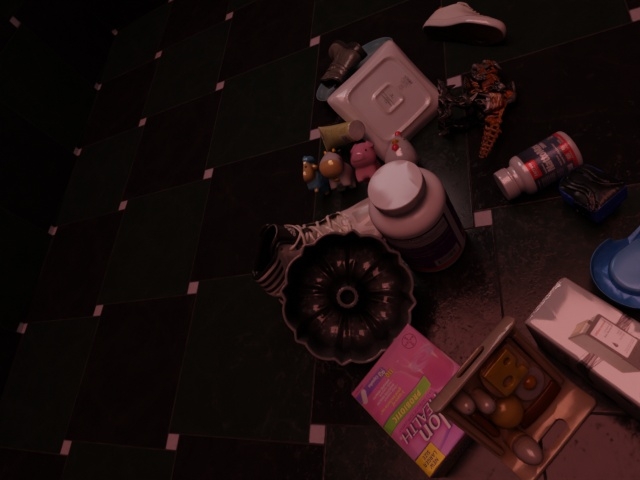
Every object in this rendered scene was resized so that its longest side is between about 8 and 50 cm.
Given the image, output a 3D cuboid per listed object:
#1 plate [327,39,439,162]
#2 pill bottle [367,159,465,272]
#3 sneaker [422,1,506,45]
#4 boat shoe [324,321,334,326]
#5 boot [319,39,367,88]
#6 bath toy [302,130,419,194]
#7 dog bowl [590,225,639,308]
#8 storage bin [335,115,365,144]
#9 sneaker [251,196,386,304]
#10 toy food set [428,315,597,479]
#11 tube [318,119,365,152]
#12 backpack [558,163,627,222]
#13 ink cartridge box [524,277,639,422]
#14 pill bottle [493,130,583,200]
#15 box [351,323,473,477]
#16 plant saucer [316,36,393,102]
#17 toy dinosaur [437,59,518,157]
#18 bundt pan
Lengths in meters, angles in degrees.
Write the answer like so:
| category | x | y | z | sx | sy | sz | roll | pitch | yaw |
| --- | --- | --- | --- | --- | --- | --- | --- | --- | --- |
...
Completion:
| category | x | y | z | sx | sy | sz | roll | pitch | yaw |
| --- | --- | --- | --- | --- | --- | --- | --- | --- | --- |
| plate | 0.209 | -0.433 | 1.359 | 0.278 | 0.045 | 0.277 | -43 | 90 | 4 |
| pill bottle | 0.232 | -0.055 | 1.070 | 0.181 | 0.323 | 0.182 | -14 | 59 | 24 |
| sneaker | 0.472 | -0.709 | 1.405 | 0.290 | 0.106 | 0.123 | 31 | 86 | 39 |
| boat shoe | 0.024 | 0.215 | 1.220 | 0.184 | 0.066 | 0.063 | -39 | 45 | 9 |
| boot | 0.049 | -0.613 | 1.545 | 0.161 | 0.083 | 0.246 | -49 | 30 | 2 |
| bath toy | 0.119 | -0.239 | 1.338 | 0.348 | 0.151 | 0.129 | -10 | 83 | 24 |
| dog bowl | 0.706 | 0.028 | 0.903 | 0.297 | 0.074 | 0.166 | -40 | 52 | 8 |
| storage bin | 0.155 | -0.409 | 1.454 | 0.180 | 0.084 | 0.122 | -44 | 51 | 5 |
| sneaker | 0.000 | 0.001 | 1.221 | 0.447 | 0.257 | 0.169 | -40 | 52 | 6 |
| toy food set | 0.372 | 0.308 | 0.830 | 0.220 | 0.306 | 0.092 | -49 | 22 | -2 |
| tube | 0.058 | -0.339 | 1.411 | 0.240 | 0.062 | 0.070 | 8 | 82 | 64 |
| backpack | 0.614 | -0.106 | 1.010 | 0.098 | 0.101 | 0.120 | -41 | 48 | 4 |
| ink cartridge box | 0.547 | 0.221 | 0.811 | 0.121 | 0.211 | 0.289 | -49 | 50 | 2 |
| pill bottle | 0.533 | -0.178 | 1.092 | 0.180 | 0.108 | 0.108 | -31 | 54 | 14 |
| box | 0.234 | 0.353 | 0.987 | 0.213 | 0.117 | 0.243 | -50 | 52 | -1 |
| plant saucer | 0.124 | -0.583 | 1.536 | 0.317 | 0.044 | 0.318 | -29 | 35 | 22 |
| toy dinosaur | 0.441 | -0.382 | 1.237 | 0.218 | 0.164 | 0.322 | -1 | 42 | 13 |
| bundt pan | 0.069 | 0.138 | 1.119 | 0.330 | 0.124 | 0.331 | 0 | 88 | 3 |
